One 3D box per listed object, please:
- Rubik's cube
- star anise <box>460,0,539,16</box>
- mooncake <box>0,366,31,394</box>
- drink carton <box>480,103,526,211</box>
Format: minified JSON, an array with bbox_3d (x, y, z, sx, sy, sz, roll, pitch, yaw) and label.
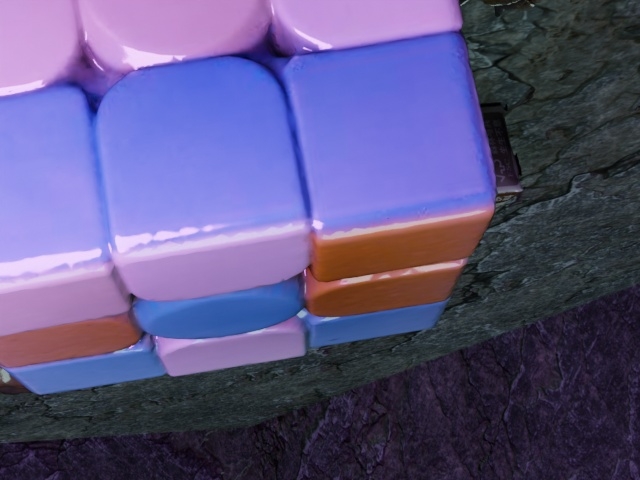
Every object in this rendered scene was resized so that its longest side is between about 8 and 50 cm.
[{"bbox_3d":[-0.091,-0.105,0.917,0.344,0.347,0.346,-10,163,-5],"label":"Rubik's cube"},{"bbox_3d":[0.232,-0.277,1.251,0.172,0.063,0.208,-4,160,-40],"label":"star anise"},{"bbox_3d":[-0.381,0.083,1.637,0.290,0.161,0.290,6,-161,-2],"label":"mooncake"},{"bbox_3d":[0.080,-0.074,1.712,0.325,0.132,0.194,-6,162,-17],"label":"drink carton"}]
